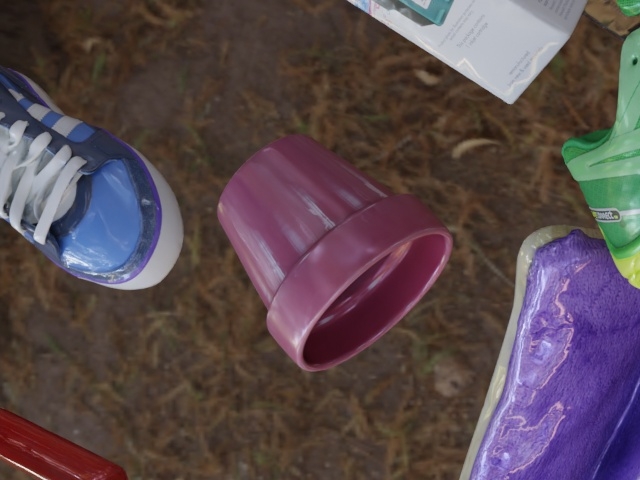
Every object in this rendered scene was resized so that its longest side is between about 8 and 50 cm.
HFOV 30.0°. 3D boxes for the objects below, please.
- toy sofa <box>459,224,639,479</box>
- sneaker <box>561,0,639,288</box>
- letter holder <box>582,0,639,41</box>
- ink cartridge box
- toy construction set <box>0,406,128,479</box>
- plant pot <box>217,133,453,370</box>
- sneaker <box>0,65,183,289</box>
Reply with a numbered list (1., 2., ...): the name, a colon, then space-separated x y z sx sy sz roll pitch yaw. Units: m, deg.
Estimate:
1. toy sofa: 0.195 0.155 0.744 0.150 0.177 0.362 -119 32 -44
2. sneaker: 0.190 -0.102 0.505 0.123 0.109 0.295 52 134 25
3. letter holder: 0.166 -0.338 0.939 0.152 0.302 0.214 -46 28 35
4. ink cartridge box: 0.063 -0.208 0.753 0.134 0.231 0.078 -60 4 -35
5. toy construction set: -0.272 0.166 0.536 0.237 0.309 0.257 17 127 38
6. plant pot: 0.000 0.000 1.190 0.180 0.201 0.201 47 117 21
7. sneaker: -0.290 -0.074 1.007 0.323 0.236 0.130 40 105 31
